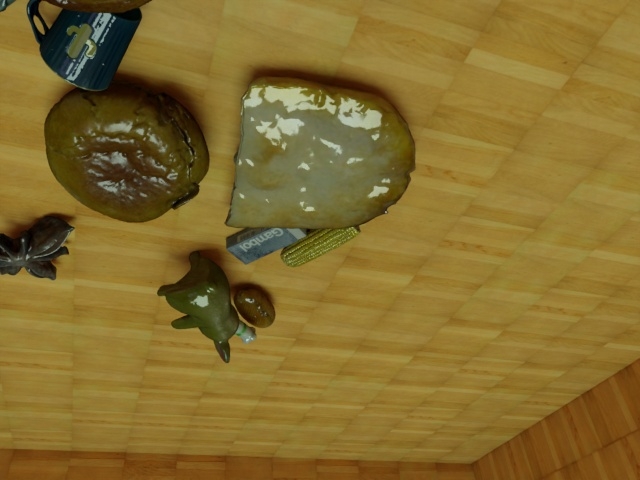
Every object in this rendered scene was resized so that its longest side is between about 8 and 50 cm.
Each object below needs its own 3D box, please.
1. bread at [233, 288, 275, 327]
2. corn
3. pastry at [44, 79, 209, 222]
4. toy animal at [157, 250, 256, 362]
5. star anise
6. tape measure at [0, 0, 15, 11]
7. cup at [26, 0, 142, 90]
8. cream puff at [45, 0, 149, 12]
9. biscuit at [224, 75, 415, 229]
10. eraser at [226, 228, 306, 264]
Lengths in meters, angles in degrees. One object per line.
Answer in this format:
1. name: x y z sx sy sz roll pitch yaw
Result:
1. bread: -0.207 0.208 1.734 0.114 0.077 0.189 0 138 24
2. corn: 0.000 0.000 1.501 0.249 0.081 0.081 -28 136 24
3. pastry: -0.410 -0.181 1.169 0.357 0.163 0.355 -3 143 -2
4. toy animal: -0.322 0.210 1.593 0.181 0.181 0.362 15 140 23
5. star anise: -0.765 0.027 1.426 0.199 0.110 0.257 1 150 -33
6. tape measure: -0.637 -0.409 0.914 0.331 0.084 0.164 -22 136 14
7. cup: -0.418 -0.380 0.965 0.177 0.131 0.155 37 121 -20
8. cream puff: -0.320 -0.482 0.779 0.303 0.212 0.303 -12 146 -8
9. biscuit: -0.003 -0.183 1.260 0.447 0.103 0.429 2 137 -6
10. eraser: -0.150 -0.008 1.499 0.213 0.046 0.092 -25 137 22
